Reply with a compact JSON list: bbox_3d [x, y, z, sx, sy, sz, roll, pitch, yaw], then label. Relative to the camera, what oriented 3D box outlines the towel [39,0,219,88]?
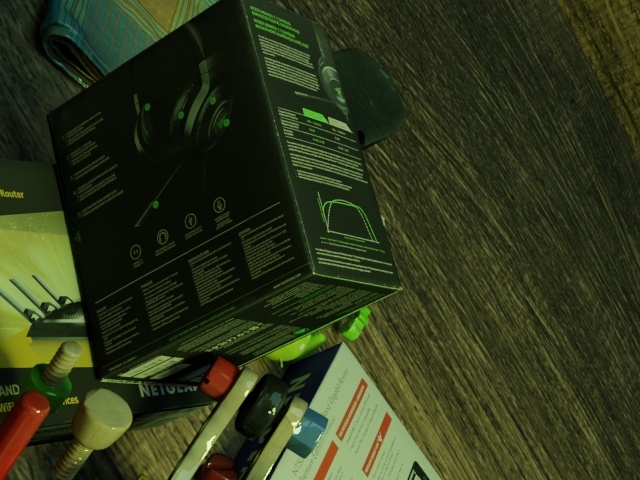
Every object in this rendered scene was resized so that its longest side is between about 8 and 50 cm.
[{"bbox_3d":[-0.191,-0.269,1.544,0.271,0.040,0.370,43,36,-33],"label":"towel"}]

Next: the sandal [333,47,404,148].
[{"bbox_3d":[-0.004,-0.147,1.584,0.167,0.107,0.446,53,36,-6],"label":"sandal"}]

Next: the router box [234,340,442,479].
[{"bbox_3d":[0.029,0.321,1.395,0.301,0.082,0.335,55,31,-14],"label":"router box"}]

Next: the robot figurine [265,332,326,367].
[{"bbox_3d":[-0.040,0.088,1.479,0.101,0.067,0.115,59,30,-28],"label":"robot figurine"}]

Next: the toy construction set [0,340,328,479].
[{"bbox_3d":[-0.147,0.234,1.057,0.308,0.237,0.257,24,30,-26],"label":"toy construction set"}]

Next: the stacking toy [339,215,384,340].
[{"bbox_3d":[0.000,0.000,1.632,0.167,0.052,0.221,43,38,-29],"label":"stacking toy"}]

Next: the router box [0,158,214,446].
[{"bbox_3d":[-0.247,0.054,1.170,0.309,0.081,0.243,1,67,-57],"label":"router box"}]

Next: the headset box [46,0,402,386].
[{"bbox_3d":[-0.095,-0.046,1.158,0.131,0.246,0.283,12,56,-53],"label":"headset box"}]
